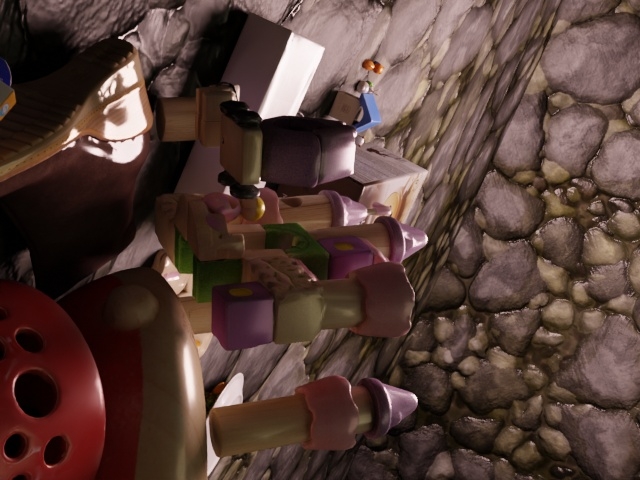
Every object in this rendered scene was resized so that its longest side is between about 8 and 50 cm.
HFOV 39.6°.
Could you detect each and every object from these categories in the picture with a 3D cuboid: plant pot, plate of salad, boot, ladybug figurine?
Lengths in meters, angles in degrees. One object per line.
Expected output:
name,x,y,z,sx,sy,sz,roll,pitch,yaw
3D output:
plant pot,-0.273,0.130,0.602,0.174,0.191,0.191,-13,129,-60
plate of salad,-0.171,0.290,1.353,0.200,0.048,0.200,23,90,-82
boot,-0.213,-0.025,0.688,0.248,0.090,0.207,-47,155,-48
ladybug figurine,-0.207,0.218,0.813,0.161,0.305,0.450,-2,125,-21

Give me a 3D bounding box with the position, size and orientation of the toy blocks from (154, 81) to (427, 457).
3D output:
toy blocks,0.000,0.000,0.830,0.260,0.288,0.309,-5,113,-22

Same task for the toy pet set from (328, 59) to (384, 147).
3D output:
toy pet set,0.068,-0.192,1.275,0.114,0.065,0.122,-16,131,-66

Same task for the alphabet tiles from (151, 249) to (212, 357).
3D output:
alphabet tiles,-0.204,0.135,1.071,0.284,0.021,0.278,-66,162,12

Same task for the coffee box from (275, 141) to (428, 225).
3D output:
coffee box,0.037,-0.043,1.319,0.297,0.118,0.168,-20,136,-65

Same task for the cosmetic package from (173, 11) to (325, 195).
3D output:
cosmetic package,-0.083,-0.118,0.965,0.239,0.060,0.099,-65,164,10

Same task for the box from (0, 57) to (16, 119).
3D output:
box,-0.249,-0.072,0.533,0.136,0.081,0.028,-57,-172,-15
